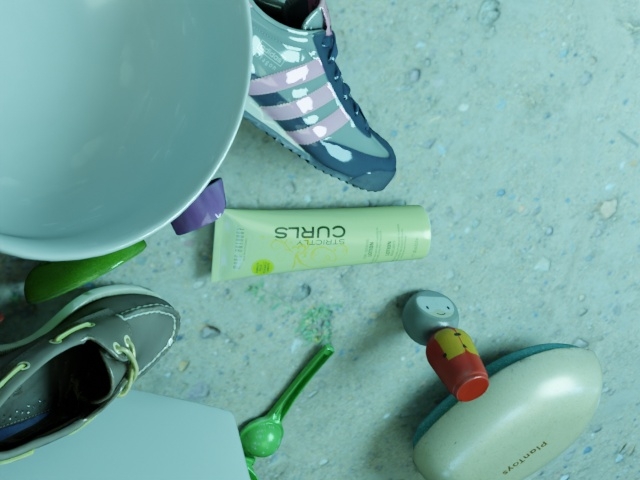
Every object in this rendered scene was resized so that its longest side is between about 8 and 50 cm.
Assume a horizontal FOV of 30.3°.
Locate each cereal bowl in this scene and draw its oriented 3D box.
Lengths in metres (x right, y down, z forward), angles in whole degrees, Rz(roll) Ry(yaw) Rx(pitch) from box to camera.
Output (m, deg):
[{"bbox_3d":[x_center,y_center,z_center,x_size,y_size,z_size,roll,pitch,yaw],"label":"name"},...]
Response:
[{"bbox_3d":[-0.227,-0.156,0.923,0.339,0.141,0.339,-2,94,-39],"label":"cereal bowl"}]

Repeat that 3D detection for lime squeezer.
[{"bbox_3d":[-0.071,0.263,1.397,0.059,0.110,0.310,23,79,-18],"label":"lime squeezer"}]

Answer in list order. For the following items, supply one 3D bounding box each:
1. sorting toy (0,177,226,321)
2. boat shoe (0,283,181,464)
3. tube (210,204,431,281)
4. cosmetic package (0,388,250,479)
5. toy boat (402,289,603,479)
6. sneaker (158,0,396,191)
[{"bbox_3d":[-0.272,-0.008,1.134,0.365,0.127,0.126,-27,100,-10],"label":"sorting toy"},{"bbox_3d":[-0.236,0.127,1.132,0.324,0.096,0.116,-21,120,-54],"label":"boat shoe"},{"bbox_3d":[0.000,0.000,1.277,0.240,0.062,0.070,-3,82,-18],"label":"tube"},{"bbox_3d":[-0.280,0.391,1.204,0.327,0.329,0.394,16,115,-22],"label":"cosmetic package"},{"bbox_3d":[0.204,0.180,1.456,0.267,0.148,0.318,-35,137,6],"label":"toy boat"},{"bbox_3d":[-0.012,-0.160,1.125,0.131,0.112,0.319,-47,130,13],"label":"sneaker"}]
